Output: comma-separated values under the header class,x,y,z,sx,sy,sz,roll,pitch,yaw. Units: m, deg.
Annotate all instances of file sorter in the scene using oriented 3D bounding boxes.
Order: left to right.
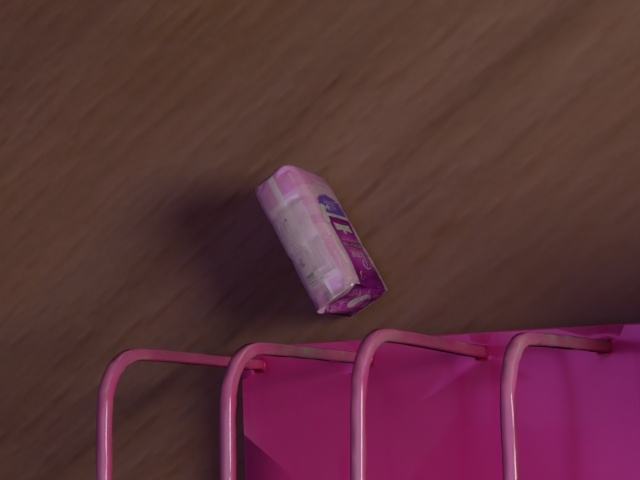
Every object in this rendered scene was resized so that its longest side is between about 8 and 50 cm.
class,x,y,z,sx,sy,sz,roll,pitch,yaw
file sorter,0.056,0.142,0.766,0.290,0.182,0.202,-5,83,26

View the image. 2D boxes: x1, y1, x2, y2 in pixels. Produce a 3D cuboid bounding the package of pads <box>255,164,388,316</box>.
class,x,y,z,sx,sy,sz,roll,pitch,yaw
package of pads,0.000,0.000,0.880,0.032,0.050,0.083,-35,71,20
